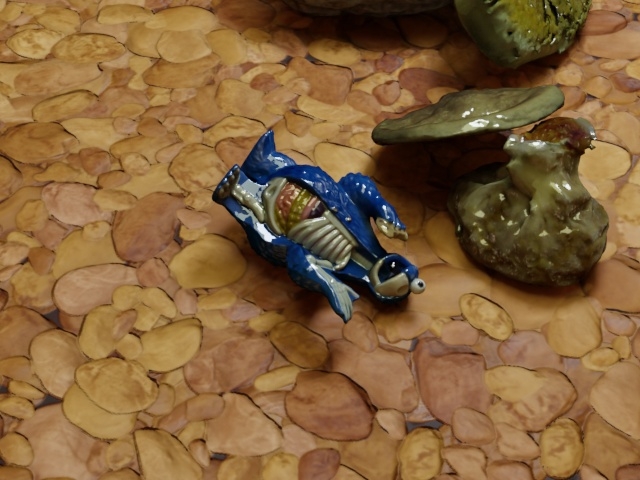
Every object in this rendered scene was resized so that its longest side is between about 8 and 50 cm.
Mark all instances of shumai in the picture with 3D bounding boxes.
[{"bbox_3d":[0.243,-0.056,1.323,0.161,0.153,0.209,-14,44,-23],"label":"shumai"}]

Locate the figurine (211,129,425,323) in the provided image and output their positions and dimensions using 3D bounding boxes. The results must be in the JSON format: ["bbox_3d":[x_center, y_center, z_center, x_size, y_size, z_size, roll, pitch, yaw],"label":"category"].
[{"bbox_3d":[0.000,-0.008,1.304,0.164,0.120,0.262,-35,71,-30],"label":"figurine"}]

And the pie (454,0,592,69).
[{"bbox_3d":[0.278,-0.404,1.573,0.078,0.296,0.371,-9,72,41],"label":"pie"}]

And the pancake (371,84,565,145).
[{"bbox_3d":[0.173,-0.153,1.392,0.242,0.050,0.242,-15,9,2],"label":"pancake"}]

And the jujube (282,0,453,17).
[{"bbox_3d":[0.070,-0.425,1.628,0.317,0.226,0.226,0,46,6],"label":"jujube"}]
